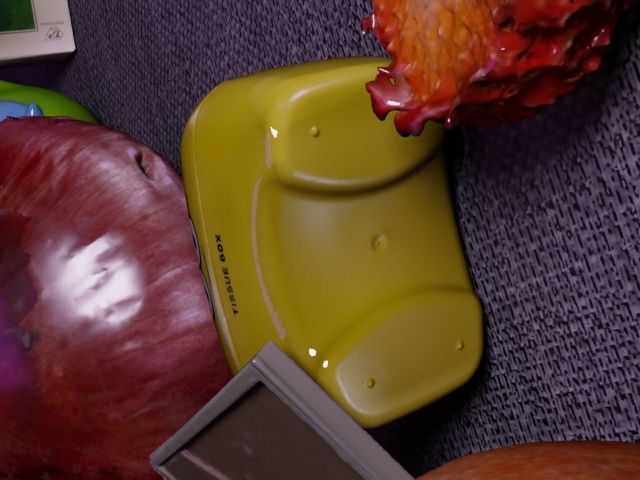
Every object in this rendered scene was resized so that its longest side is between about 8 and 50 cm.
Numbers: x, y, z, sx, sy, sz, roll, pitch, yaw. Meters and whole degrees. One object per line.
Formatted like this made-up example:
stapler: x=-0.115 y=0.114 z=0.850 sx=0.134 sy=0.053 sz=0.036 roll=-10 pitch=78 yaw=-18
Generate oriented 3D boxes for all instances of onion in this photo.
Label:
onion: x=-0.214 y=0.085 z=0.775 sx=0.347 sy=0.285 sz=0.347 roll=11 pitch=109 yaw=35

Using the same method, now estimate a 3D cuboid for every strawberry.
strawberry: x=0.067 y=-0.113 z=0.406 sx=0.145 sy=0.086 sz=0.145 roll=28 pitch=123 yaw=55

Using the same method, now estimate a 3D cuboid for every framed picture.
framed picture: x=0.031 y=0.173 z=0.527 sx=0.260 sy=0.023 sz=0.189 roll=43 pitch=147 yaw=1

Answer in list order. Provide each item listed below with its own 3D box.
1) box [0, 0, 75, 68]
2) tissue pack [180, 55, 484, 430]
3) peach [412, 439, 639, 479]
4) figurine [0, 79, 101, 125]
box: x=-0.365 y=-0.248 z=1.034 sx=0.095 sy=0.212 sz=0.168 roll=8 pitch=108 yaw=60
tissue pack: x=0.000 y=0.000 z=0.534 sx=0.127 sy=0.123 sz=0.178 roll=5 pitch=110 yaw=60
peach: x=0.091 y=0.184 z=0.317 sx=0.252 sy=0.252 sz=0.252 roll=33 pitch=129 yaw=54
figurine: x=-0.247 y=-0.045 z=0.988 sx=0.263 sy=0.143 sz=0.162 roll=36 pitch=134 yaw=30
